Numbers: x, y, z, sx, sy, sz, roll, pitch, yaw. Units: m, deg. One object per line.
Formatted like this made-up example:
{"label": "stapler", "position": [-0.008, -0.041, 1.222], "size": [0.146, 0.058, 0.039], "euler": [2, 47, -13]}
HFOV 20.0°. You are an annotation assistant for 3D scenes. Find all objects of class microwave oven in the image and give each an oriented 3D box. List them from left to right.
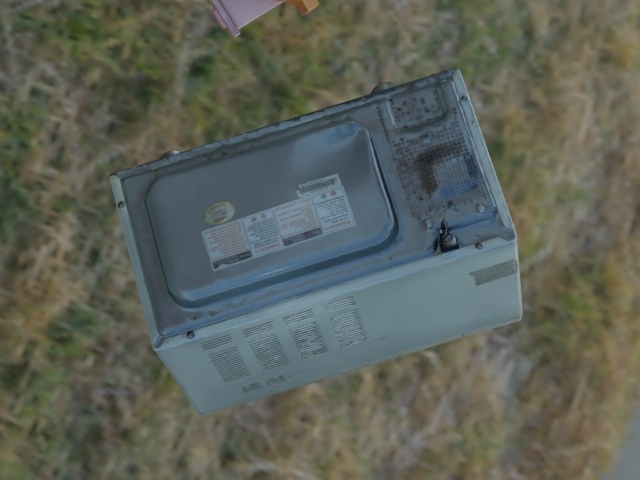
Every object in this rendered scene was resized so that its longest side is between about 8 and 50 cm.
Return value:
{"label": "microwave oven", "position": [0.000, 0.000, 1.223], "size": [0.241, 0.145, 0.194], "euler": [-17, 154, 1]}

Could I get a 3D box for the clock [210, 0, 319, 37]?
{"label": "clock", "position": [-0.020, -0.326, 1.755], "size": [0.255, 0.106, 0.219], "euler": [-31, 96, -2]}
